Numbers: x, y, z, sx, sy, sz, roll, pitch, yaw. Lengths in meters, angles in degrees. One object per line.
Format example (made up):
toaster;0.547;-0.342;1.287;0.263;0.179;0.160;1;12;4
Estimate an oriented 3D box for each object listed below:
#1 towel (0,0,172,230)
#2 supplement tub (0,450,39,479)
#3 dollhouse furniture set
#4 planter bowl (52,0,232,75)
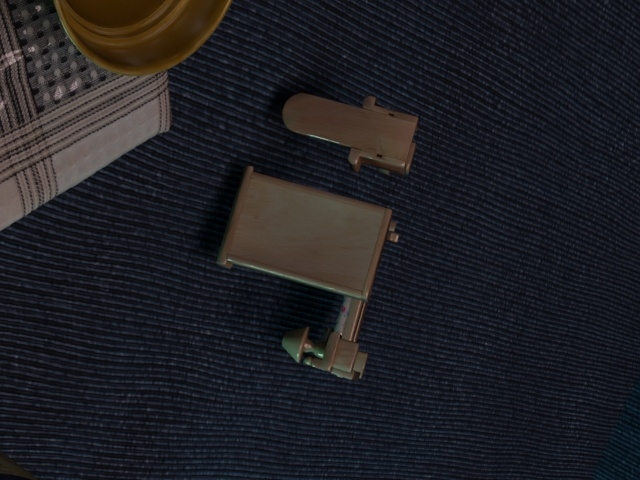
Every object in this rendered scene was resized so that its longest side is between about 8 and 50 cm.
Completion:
towel;-0.265;-0.168;1.237;0.324;0.056;0.312;-32;135;-34
supplement tub;-0.325;0.209;0.959;0.235;0.325;0.235;-29;132;-38
dollhouse furniture set;0.000;0.000;1.724;0.355;0.174;0.303;61;45;-81
planter bowl;-0.168;-0.255;1.202;0.217;0.090;0.217;-27;128;-39
